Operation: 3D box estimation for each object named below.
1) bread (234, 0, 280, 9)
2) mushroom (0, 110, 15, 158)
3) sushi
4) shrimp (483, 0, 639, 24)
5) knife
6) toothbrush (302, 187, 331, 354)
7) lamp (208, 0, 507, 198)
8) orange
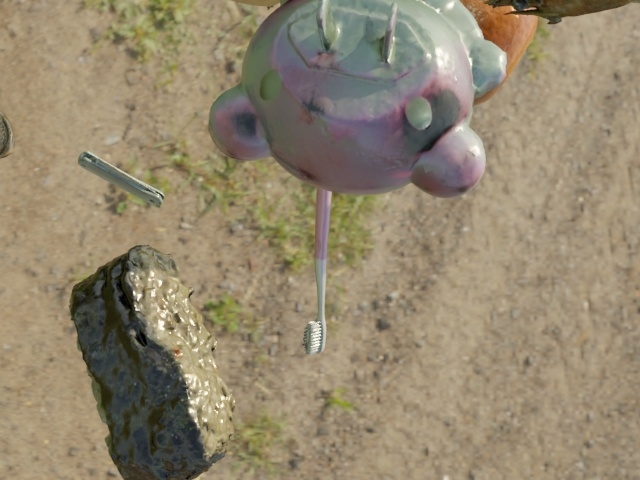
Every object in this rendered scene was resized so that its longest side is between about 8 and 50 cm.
[{"bbox_3d":[-0.093,-0.363,1.198,0.133,0.251,0.174,8,93,-13],"label":"bread"},{"bbox_3d":[-0.441,-0.121,1.232,0.212,0.097,0.088,-50,130,-71],"label":"mushroom"},{"bbox_3d":[-0.241,0.188,1.546,0.211,0.171,0.350,61,8,-65],"label":"sushi"},{"bbox_3d":[0.326,-0.340,1.202,0.058,0.296,0.169,3,83,-65],"label":"shrimp"},{"bbox_3d":[-0.335,-0.105,1.793,0.162,0.044,0.023,29,58,-22],"label":"knife"},{"bbox_3d":[0.000,0.000,1.226,0.025,0.020,0.286,-12,113,-42],"label":"toothbrush"},{"bbox_3d":[0.047,-0.193,0.928,0.247,0.247,0.301,13,76,3],"label":"lamp"},{"bbox_3d":[0.219,-0.306,1.562,0.170,0.224,0.224,30,59,2],"label":"orange"}]
